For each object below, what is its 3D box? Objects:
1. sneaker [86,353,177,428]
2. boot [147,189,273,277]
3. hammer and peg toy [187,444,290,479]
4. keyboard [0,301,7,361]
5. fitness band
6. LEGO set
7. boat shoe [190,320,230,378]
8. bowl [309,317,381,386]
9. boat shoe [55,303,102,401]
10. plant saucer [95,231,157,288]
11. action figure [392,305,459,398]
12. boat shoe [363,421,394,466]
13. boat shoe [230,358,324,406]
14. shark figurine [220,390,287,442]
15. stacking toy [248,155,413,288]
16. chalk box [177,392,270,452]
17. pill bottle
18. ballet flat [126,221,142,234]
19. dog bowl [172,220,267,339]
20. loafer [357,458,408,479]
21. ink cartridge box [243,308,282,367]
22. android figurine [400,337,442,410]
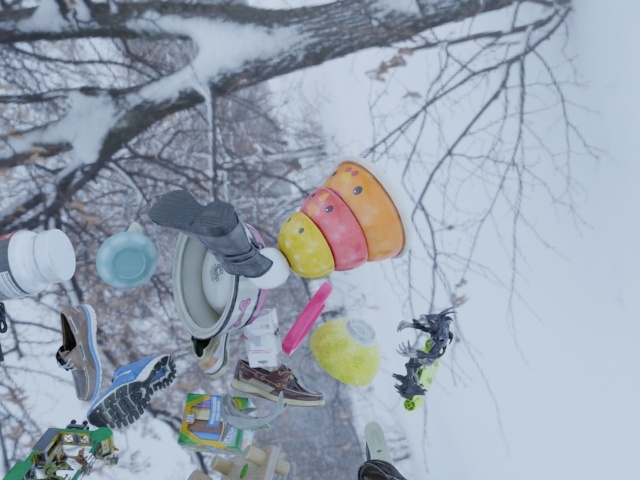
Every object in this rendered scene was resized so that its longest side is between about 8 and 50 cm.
[{"bbox_3d":[-0.600,0.469,1.949,0.330,0.147,0.130,-37,-64,-55],"label":"sneaker"},{"bbox_3d":[-0.291,-0.003,1.616,0.338,0.118,0.223,19,150,42],"label":"boot"},{"bbox_3d":[-0.235,0.676,1.587,0.361,0.127,0.266,-35,30,45],"label":"hammer and peg toy"},{"bbox_3d":[-0.651,0.166,1.201,0.108,0.023,0.180,-37,-45,-55],"label":"keyboard"},{"bbox_3d":[-0.044,0.275,2.199,0.054,0.291,0.209,33,176,5],"label":"fitness band"},{"bbox_3d":[-0.690,0.659,1.674,0.331,0.255,0.192,-94,4,-69],"label":"LEGO set"},{"bbox_3d":[-0.367,0.315,2.072,0.103,0.113,0.302,51,-172,-34],"label":"boat shoe"},{"bbox_3d":[0.121,0.381,2.323,0.156,0.289,0.289,-57,27,25],"label":"bowl"},{"bbox_3d":[-0.458,0.213,1.169,0.066,0.066,0.183,-1,-98,-53],"label":"boat shoe"},{"bbox_3d":[-0.616,0.069,2.007,0.037,0.195,0.195,29,135,59],"label":"plant saucer"},{"bbox_3d":[0.266,0.281,1.670,0.164,0.141,0.276,-56,-13,-72],"label":"action figure"},{"bbox_3d":[0.189,0.709,2.020,0.079,0.084,0.233,87,175,-64],"label":"boat shoe"},{"bbox_3d":[-0.142,0.481,2.135,0.123,0.342,0.123,25,-104,-67],"label":"boat shoe"},{"bbox_3d":[-0.242,0.540,1.954,0.116,0.278,0.166,58,-139,-33],"label":"shark figurine"},{"bbox_3d":[0.000,0.000,1.835,0.350,0.480,0.351,47,157,27],"label":"stacking toy"},{"bbox_3d":[-0.327,0.655,2.203,0.180,0.289,0.179,78,-162,-61],"label":"chalk box"},{"bbox_3d":[-1.003,0.084,2.024,0.210,0.363,0.210,-13,-90,-84],"label":"pill bottle"},{"bbox_3d":[-0.633,0.019,2.077,0.052,0.057,0.168,-37,-31,-62],"label":"ballet flat"},{"bbox_3d":[-0.313,0.106,1.980,0.408,0.150,0.408,-6,83,51],"label":"dog bowl"},{"bbox_3d":[0.147,0.551,1.387,0.220,0.078,0.080,8,95,55],"label":"loafer"},{"bbox_3d":[-0.191,0.322,2.067,0.061,0.104,0.181,-28,-68,-72],"label":"ink cartridge box"},{"bbox_3d":[0.333,0.426,2.018,0.273,0.056,0.248,13,-84,-63],"label":"android figurine"}]
